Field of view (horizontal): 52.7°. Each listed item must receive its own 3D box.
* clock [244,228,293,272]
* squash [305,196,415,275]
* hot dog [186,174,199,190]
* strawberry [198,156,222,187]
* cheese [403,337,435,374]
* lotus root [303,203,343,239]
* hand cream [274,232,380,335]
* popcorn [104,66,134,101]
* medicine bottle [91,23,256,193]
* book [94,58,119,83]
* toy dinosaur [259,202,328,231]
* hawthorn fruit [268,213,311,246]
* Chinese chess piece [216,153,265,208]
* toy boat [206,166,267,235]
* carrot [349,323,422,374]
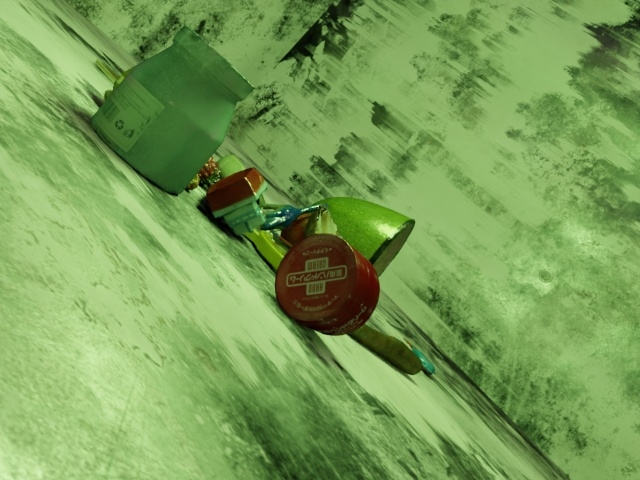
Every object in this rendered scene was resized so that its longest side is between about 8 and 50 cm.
[{"bbox_3d":[-0.055,0.065,1.679,0.293,0.071,0.277,44,5,18],"label":"clock"},{"bbox_3d":[0.092,-0.032,2.059,0.309,0.310,0.310,40,4,14],"label":"squash"},{"bbox_3d":[-0.339,-0.174,1.592,0.071,0.045,0.165,38,7,-33],"label":"hot dog"},{"bbox_3d":[-0.345,-0.223,1.779,0.140,0.085,0.192,36,7,-45],"label":"strawberry"},{"bbox_3d":[0.343,0.405,2.256,0.106,0.037,0.256,43,3,-13],"label":"cheese"},{"bbox_3d":[0.000,0.000,1.713,0.329,0.078,0.167,-82,148,-69],"label":"lotus root"},{"bbox_3d":[0.016,0.092,1.313,0.193,0.193,0.125,47,7,37],"label":"hand cream"},{"bbox_3d":[-0.433,-0.359,1.640,0.188,0.185,0.167,10,-19,11],"label":"popcorn"},{"bbox_3d":[-0.301,-0.283,1.379,0.245,0.290,0.245,43,5,-5],"label":"medicine bottle"},{"bbox_3d":[-0.638,-0.495,2.165,0.241,0.018,0.170,45,4,19],"label":"book"},{"bbox_3d":[-0.079,-0.069,1.782,0.247,0.188,0.075,-65,150,-79],"label":"toy dinosaur"},{"bbox_3d":[-0.059,-0.016,1.917,0.203,0.162,0.163,36,-1,38],"label":"hawthorn fruit"},{"bbox_3d":[-0.239,-0.158,1.880,0.188,0.083,0.188,54,-8,11],"label":"Chinese chess piece"},{"bbox_3d":[-0.196,-0.099,1.626,0.332,0.145,0.133,-104,169,-77],"label":"toy boat"},{"bbox_3d":[0.168,0.278,1.729,0.342,0.070,0.070,38,7,-40],"label":"carrot"}]
